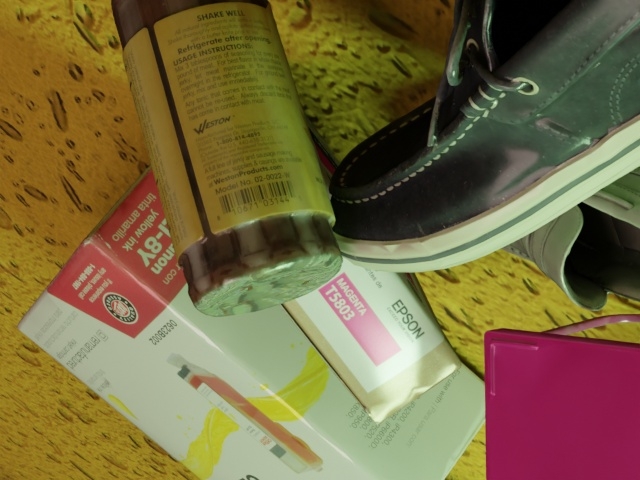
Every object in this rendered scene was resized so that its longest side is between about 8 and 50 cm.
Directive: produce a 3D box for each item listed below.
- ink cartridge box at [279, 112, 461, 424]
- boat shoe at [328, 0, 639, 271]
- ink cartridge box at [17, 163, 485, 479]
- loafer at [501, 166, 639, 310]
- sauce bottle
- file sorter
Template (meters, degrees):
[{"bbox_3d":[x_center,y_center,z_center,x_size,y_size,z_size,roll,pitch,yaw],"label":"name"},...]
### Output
[{"bbox_3d":[0.000,0.000,1.195,0.235,0.088,0.193,54,-174,-27],"label":"ink cartridge box"},{"bbox_3d":[0.150,-0.121,0.893,0.156,0.187,0.500,47,142,-11],"label":"boat shoe"},{"bbox_3d":[-0.067,0.114,1.439,0.384,0.160,0.279,40,149,-6],"label":"ink cartridge box"},{"bbox_3d":[0.187,-0.011,1.049,0.319,0.111,0.112,11,139,46],"label":"loafer"},{"bbox_3d":[-0.078,-0.124,1.027,0.111,0.111,0.344,-41,61,59],"label":"sauce bottle"},{"bbox_3d":[0.255,0.206,1.099,0.202,0.182,0.291,4,98,42],"label":"file sorter"}]
